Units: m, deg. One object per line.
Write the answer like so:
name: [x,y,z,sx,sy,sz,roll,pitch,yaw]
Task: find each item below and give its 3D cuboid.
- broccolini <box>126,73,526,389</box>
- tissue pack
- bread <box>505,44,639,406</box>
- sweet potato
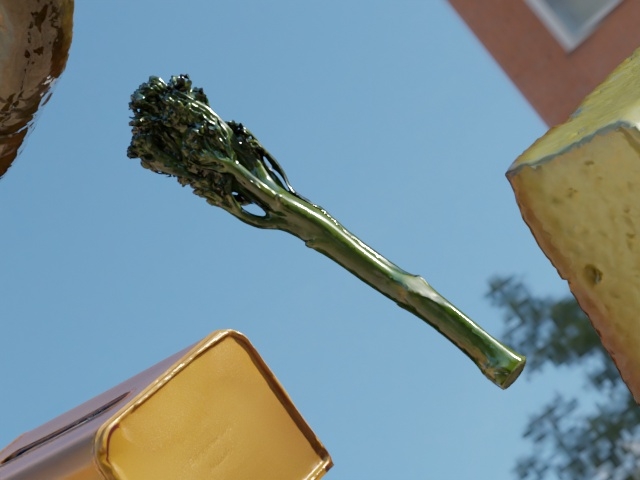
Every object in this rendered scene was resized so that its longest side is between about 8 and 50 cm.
broccolini: [0.000,0.000,0.876,0.054,0.239,0.051,-46,-9,-47]
tissue pack: [-0.163,0.203,1.339,0.274,0.145,0.194,-30,8,39]
bread: [0.211,-0.060,0.692,0.077,0.138,0.361,-29,9,46]
sweet potato: [-0.172,-0.069,0.861,0.075,0.075,0.273,-15,-13,-32]
